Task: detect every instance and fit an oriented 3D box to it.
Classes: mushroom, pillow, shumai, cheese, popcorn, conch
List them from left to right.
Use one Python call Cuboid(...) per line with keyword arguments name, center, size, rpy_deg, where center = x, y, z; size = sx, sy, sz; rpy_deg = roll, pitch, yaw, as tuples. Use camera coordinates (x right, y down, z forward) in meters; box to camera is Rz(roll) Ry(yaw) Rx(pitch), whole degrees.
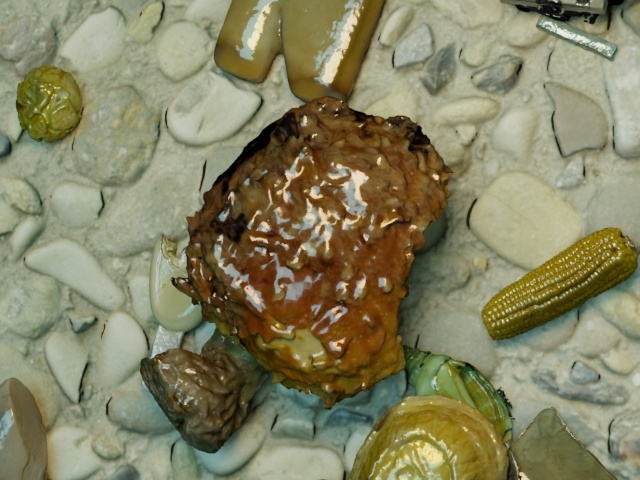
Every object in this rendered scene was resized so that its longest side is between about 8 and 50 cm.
Cuboid(name="mushroom", center=(-0.497, 0.382, 1.978), size=(0.128, 0.128, 0.350), rpy_deg=(19, 92, 20))
Cuboid(name="popcorn", center=(-0.432, -0.216, 2.033), size=(0.116, 0.106, 0.121), rpy_deg=(32, 95, 10))
Cuboid(name="cheese", center=(-0.223, 0.117, 1.951), size=(0.127, 0.050, 0.235), rpy_deg=(18, 89, 19))
Cuboid(name="shumai", center=(-0.151, 0.200, 1.859), size=(0.175, 0.206, 0.166), rpy_deg=(-37, 76, -10))
Cuboid(name="conch", center=(0.187, 0.214, 1.786), size=(0.200, 0.079, 0.095), rpy_deg=(33, 90, 0))
Cuboid(name="pillow", center=(0.340, 0.376, 1.707), size=(0.185, 0.075, 0.302), rpy_deg=(-42, 70, -10))

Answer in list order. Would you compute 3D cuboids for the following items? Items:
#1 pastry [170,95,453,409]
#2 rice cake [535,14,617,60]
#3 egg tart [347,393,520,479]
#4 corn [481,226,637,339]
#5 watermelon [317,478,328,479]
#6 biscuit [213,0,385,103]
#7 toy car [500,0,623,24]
Cuboid(name="pastry", center=(-0.017, 0.006, 1.763), size=(0.337, 0.292, 0.405), rpy_deg=(15, 96, 2))
Cuboid(name="rice cake", center=(0.359, -0.286, 1.812), size=(0.121, 0.021, 0.022), rpy_deg=(28, 83, 20))
Cuboid(name="egg tart", center=(0.135, 0.321, 1.701), size=(0.252, 0.098, 0.232), rpy_deg=(-26, 77, 15))
Cuboid(name="corn", center=(0.322, 0.059, 1.758), size=(0.231, 0.080, 0.080), rpy_deg=(-30, 75, 15))
Cuboid(name="watermelon", center=(0.060, 0.397, 1.803), size=(0.158, 0.098, 0.121), rpy_deg=(-3, 83, 15))
Cuboid(name="biscuit", center=(-0.019, -0.359, 1.930), size=(0.236, 0.062, 0.291), rpy_deg=(23, 90, 20))
Cuboid(name="toy car", center=(0.344, -0.456, 1.790), size=(0.193, 0.118, 0.301), rpy_deg=(12, 87, 22))
